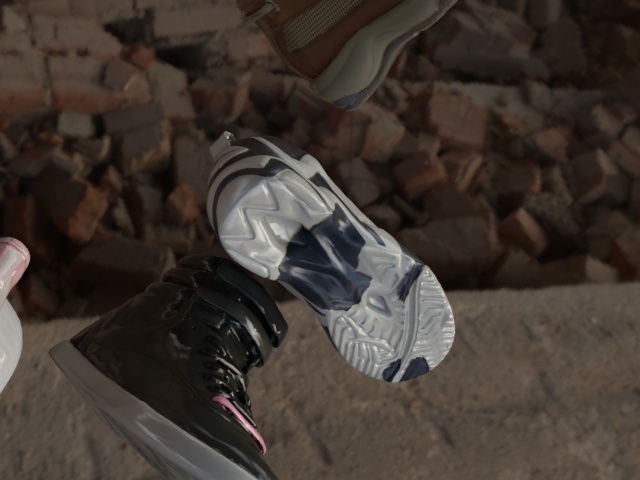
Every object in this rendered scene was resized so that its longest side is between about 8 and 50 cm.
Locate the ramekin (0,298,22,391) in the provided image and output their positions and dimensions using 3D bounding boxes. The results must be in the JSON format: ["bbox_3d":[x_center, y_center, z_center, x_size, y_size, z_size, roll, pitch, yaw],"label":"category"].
[{"bbox_3d":[-0.453,0.133,1.249,0.127,0.273,0.273,52,42,-28],"label":"ramekin"}]

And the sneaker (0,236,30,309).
[{"bbox_3d":[-0.310,0.053,0.969,0.051,0.134,0.070,46,25,-20],"label":"sneaker"}]

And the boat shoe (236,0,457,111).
[{"bbox_3d":[0.029,-0.177,0.601,0.116,0.324,0.123,32,61,-7],"label":"boat shoe"}]

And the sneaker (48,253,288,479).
[{"bbox_3d":[-0.072,0.087,0.756,0.147,0.296,0.104,-41,120,-16],"label":"sneaker"}]

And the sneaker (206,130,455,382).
[{"bbox_3d":[0.000,0.000,0.839,0.235,0.094,0.153,33,16,-31],"label":"sneaker"}]
